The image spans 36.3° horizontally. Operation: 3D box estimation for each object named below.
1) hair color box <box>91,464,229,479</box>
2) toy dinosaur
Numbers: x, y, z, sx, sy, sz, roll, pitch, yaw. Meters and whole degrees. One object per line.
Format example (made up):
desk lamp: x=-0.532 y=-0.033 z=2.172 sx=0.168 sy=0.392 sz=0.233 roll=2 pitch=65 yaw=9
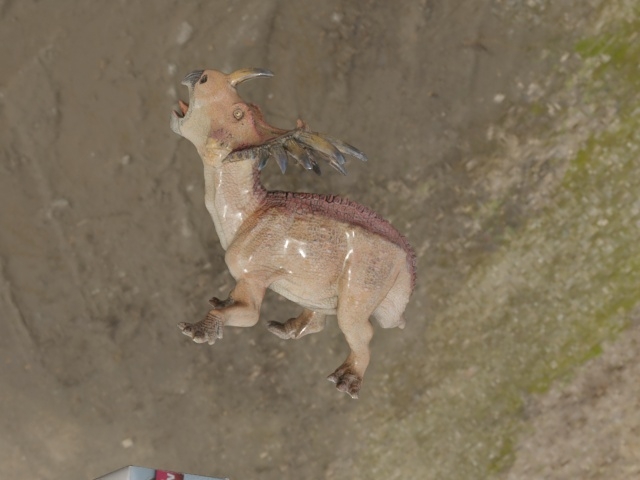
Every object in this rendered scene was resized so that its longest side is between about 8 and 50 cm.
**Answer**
hair color box: x=-0.240 y=0.362 z=1.006 sx=0.114 sy=0.185 sz=0.374 roll=18 pitch=149 yaw=-33
toy dinosaur: x=0.000 y=0.000 z=0.800 sx=0.296 sy=0.127 sz=0.200 roll=25 pitch=99 yaw=-28
